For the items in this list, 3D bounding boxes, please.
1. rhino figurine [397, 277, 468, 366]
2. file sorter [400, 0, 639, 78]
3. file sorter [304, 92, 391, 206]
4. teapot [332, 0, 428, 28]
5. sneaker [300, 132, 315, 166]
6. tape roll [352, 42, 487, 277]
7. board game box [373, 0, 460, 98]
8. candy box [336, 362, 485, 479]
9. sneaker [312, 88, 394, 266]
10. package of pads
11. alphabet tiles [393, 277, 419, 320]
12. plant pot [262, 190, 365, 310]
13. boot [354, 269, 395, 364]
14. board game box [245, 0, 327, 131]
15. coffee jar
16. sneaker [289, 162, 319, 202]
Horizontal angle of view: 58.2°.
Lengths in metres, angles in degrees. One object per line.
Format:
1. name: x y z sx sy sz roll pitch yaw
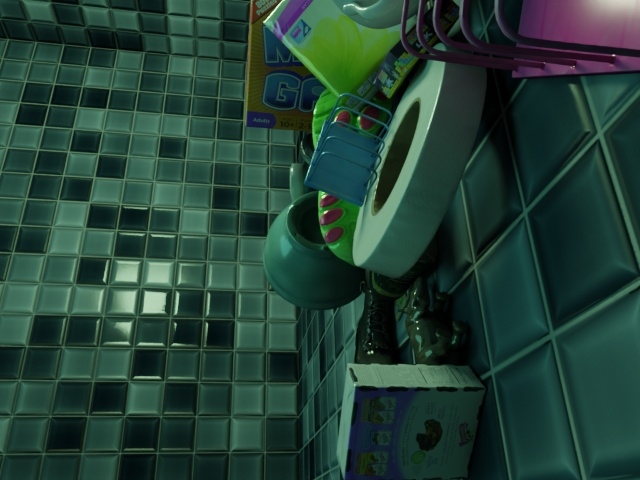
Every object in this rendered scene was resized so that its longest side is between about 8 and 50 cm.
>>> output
1. rhino figurine: 0.184 0.142 0.993 0.243 0.073 0.106 -102 20 -64
2. file sorter: 0.212 -0.281 0.589 0.290 0.183 0.201 -119 33 -74
3. file sorter: 0.058 -0.175 1.083 0.104 0.118 0.170 123 166 -54
4. teapot: 0.118 -0.479 0.923 0.187 0.253 0.255 -13 97 48
5. sneaker: 0.071 -0.216 1.504 0.341 0.125 0.139 43 127 39
6. tape roll: 0.152 -0.126 0.956 0.392 0.072 0.391 -162 90 -85
7. board game box: 0.169 -0.341 1.028 0.141 0.048 0.170 -46 1 -5
8. candy box: 0.132 0.274 0.869 0.070 0.197 0.164 -114 28 -70
9. sneaker: 0.079 -0.166 1.288 0.202 0.186 0.482 63 -149 -66
10. package of pads: 0.054 -0.445 1.205 0.296 0.229 0.101 50 -165 20
11. alphabet tiles: 0.178 0.027 1.273 0.198 0.009 0.237 103 167 -50
12. plant pot: 0.000 0.000 1.427 0.196 0.294 0.292 95 174 -59
13. boot: 0.122 0.160 1.296 0.263 0.091 0.228 -106 18 -70
14. board game box: -0.013 -0.533 1.539 0.356 0.357 0.356 -96 12 -47
15. coffee jar: 0.156 0.044 1.120 0.184 0.079 0.096 117 161 -56
16. sneaker: 0.017 -0.127 1.642 0.366 0.150 0.135 48 -145 -68
